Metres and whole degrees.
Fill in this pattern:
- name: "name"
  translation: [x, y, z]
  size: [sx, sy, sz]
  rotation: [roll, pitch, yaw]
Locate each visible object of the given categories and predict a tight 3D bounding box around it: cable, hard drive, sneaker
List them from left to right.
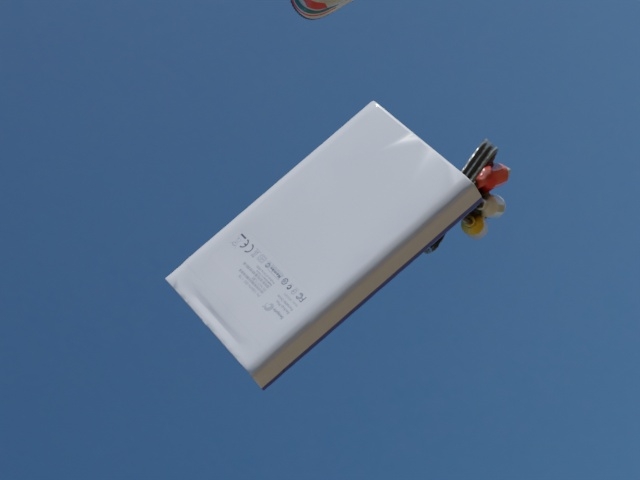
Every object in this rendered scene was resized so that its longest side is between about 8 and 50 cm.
- name: "hard drive"
  translation: [0.000, 0.000, 2.010]
  size: [0.319, 0.210, 0.040]
  rotation: [-41, -45, -5]
- name: "sneaker"
  translation: [0.043, -0.290, 1.877]
  size: [0.161, 0.075, 0.057]
  rotation: [-33, -93, -19]
- name: "cable"
  translation: [0.196, -0.053, 2.356]
  size: [0.139, 0.072, 0.287]
  rotation: [-70, -12, 15]
